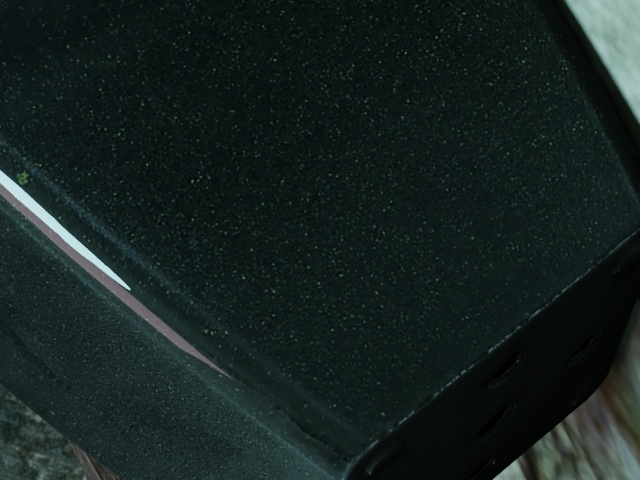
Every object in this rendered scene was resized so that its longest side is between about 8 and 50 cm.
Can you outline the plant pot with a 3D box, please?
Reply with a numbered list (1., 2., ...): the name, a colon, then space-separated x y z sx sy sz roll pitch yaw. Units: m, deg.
1. plant pot: 0.000 0.000 0.586 0.167 0.187 0.188 45 159 21
